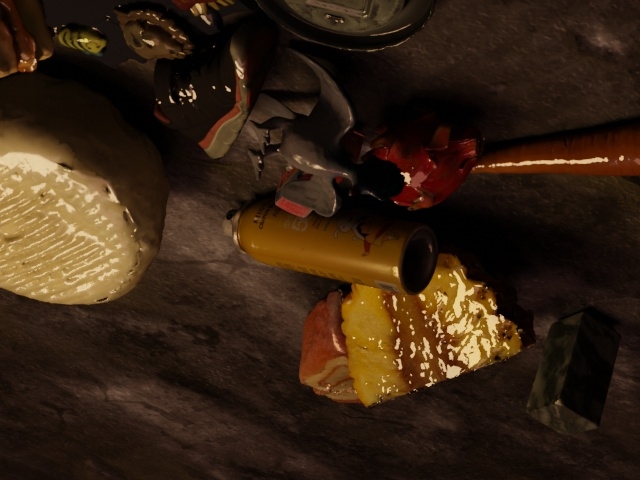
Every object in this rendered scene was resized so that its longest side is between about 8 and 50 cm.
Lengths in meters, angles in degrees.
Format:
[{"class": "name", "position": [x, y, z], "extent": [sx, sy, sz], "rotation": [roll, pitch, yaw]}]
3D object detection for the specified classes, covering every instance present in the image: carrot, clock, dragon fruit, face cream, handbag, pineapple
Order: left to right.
[{"class": "handbag", "position": [-0.257, -0.319, 1.529], "extent": [0.329, 0.122, 0.303], "rotation": [33, 155, -33]}, {"class": "face cream", "position": [0.000, 0.000, 1.996], "extent": [0.348, 0.105, 0.105], "rotation": [11, 155, 36]}, {"class": "clock", "position": [0.025, -0.305, 1.555], "extent": [0.225, 0.049, 0.226], "rotation": [11, 152, 6]}, {"class": "dragon fruit", "position": [0.134, -0.104, 1.774], "extent": [0.165, 0.133, 0.136], "rotation": [-11, 140, 32]}, {"class": "pineapple", "position": [0.180, 0.069, 2.075], "extent": [0.344, 0.286, 0.209], "rotation": [-26, 175, 39]}, {"class": "carrot", "position": [0.325, -0.109, 1.761], "extent": [0.336, 0.069, 0.069], "rotation": [-4, 147, 35]}]

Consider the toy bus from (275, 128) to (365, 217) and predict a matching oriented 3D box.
[{"class": "toy bus", "position": [-0.005, -0.099, 1.897], "extent": [0.065, 0.077, 0.192], "rotation": [25, 148, -13]}]

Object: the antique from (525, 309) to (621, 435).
[{"class": "antique", "position": [0.403, 0.205, 2.149], "extent": [0.088, 0.183, 0.086], "rotation": [32, 150, -18]}]

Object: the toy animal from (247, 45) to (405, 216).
[{"class": "toy animal", "position": [-0.006, -0.118, 1.756], "extent": [0.176, 0.255, 0.239], "rotation": [-2, 129, -18]}]

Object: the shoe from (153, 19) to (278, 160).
[{"class": "shoe", "position": [-0.143, -0.210, 1.738], "extent": [0.137, 0.114, 0.291], "rotation": [25, 153, -9]}]

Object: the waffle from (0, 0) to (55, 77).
[{"class": "waffle", "position": [-0.426, -0.340, 1.396], "extent": [0.261, 0.114, 0.376], "rotation": [0, 114, 44]}]

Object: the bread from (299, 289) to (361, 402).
[{"class": "bread", "position": [0.055, 0.193, 2.342], "extent": [0.190, 0.123, 0.244], "rotation": [19, 152, -12]}]

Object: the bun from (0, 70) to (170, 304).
[{"class": "bun", "position": [-0.379, -0.079, 1.946], "extent": [0.359, 0.211, 0.360], "rotation": [5, 132, 5]}]
